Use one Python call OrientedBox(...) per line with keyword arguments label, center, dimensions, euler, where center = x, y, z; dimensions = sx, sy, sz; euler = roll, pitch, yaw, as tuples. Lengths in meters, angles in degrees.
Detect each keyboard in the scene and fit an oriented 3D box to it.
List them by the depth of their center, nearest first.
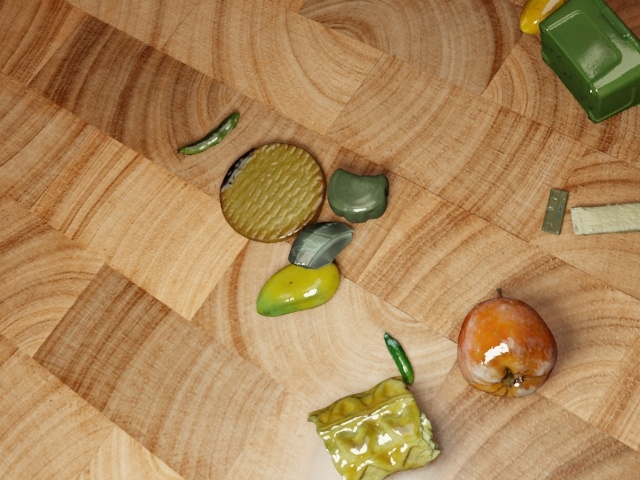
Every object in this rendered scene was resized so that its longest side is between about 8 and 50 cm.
OrientedBox(label="keyboard", center=(0.625, -0.076, 1.837), dimensions=(0.049, 0.015, 0.129), euler=(14, 72, 10))

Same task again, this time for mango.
OrientedBox(label="mango", center=(-0.062, 0.122, 1.847), dimensions=(0.238, 0.091, 0.137), euler=(-13, 60, 4))
OrientedBox(label="mango", center=(0.672, -0.683, 1.990), dimensions=(0.252, 0.126, 0.154), euler=(-43, 29, -9))

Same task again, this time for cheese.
OrientedBox(label="cheese", center=(0.857, -0.064, 1.777), dimensions=(0.401, 0.034, 0.085), euler=(-4, 68, 10))

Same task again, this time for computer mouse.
OrientedBox(label="computer mouse", center=(-0.002, -0.003, 1.848), dimensions=(0.126, 0.071, 0.231), euler=(16, 39, 33))

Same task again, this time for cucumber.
OrientedBox(label="cucumber", center=(0.200, 0.295, 1.759), dimensions=(0.037, 0.037, 0.155), euler=(-27, 67, -1))

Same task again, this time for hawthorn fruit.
OrientedBox(label="hawthorn fruit", center=(0.425, 0.243, 1.629), dimensions=(0.231, 0.235, 0.263), euler=(-33, 68, -5))

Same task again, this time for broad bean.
OrientedBox(label="broad bean", center=(-0.337, -0.316, 2.096), dimensions=(0.227, 0.039, 0.069), euler=(-29, 61, -1))

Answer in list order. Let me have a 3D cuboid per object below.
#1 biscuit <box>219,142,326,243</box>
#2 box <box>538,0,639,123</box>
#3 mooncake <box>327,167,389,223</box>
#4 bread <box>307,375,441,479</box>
OrientedBox(label="biscuit", center=(-0.137, -0.140, 1.989), dimensions=(0.318, 0.040, 0.317), euler=(-4, 69, 10))
OrientedBox(label="box", center=(0.735, -0.489, 1.857), dimensions=(0.178, 0.253, 0.328), euler=(-33, 65, 7))
OrientedBox(label="mooncake", center=(0.104, -0.130, 1.907), dimensions=(0.168, 0.104, 0.175), euler=(-43, 66, -4))
OrientedBox(label="bread", center=(0.127, 0.454, 1.627), dimensions=(0.252, 0.196, 0.238), euler=(-28, 68, -4))
